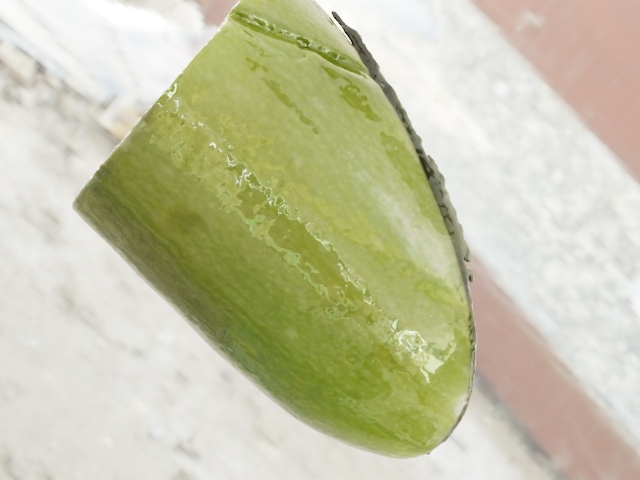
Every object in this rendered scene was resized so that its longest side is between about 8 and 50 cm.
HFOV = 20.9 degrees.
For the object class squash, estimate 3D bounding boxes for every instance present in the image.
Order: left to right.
[{"bbox_3d":[0.000,0.000,1.255,0.309,0.233,0.210,40,43,-5],"label":"squash"}]
